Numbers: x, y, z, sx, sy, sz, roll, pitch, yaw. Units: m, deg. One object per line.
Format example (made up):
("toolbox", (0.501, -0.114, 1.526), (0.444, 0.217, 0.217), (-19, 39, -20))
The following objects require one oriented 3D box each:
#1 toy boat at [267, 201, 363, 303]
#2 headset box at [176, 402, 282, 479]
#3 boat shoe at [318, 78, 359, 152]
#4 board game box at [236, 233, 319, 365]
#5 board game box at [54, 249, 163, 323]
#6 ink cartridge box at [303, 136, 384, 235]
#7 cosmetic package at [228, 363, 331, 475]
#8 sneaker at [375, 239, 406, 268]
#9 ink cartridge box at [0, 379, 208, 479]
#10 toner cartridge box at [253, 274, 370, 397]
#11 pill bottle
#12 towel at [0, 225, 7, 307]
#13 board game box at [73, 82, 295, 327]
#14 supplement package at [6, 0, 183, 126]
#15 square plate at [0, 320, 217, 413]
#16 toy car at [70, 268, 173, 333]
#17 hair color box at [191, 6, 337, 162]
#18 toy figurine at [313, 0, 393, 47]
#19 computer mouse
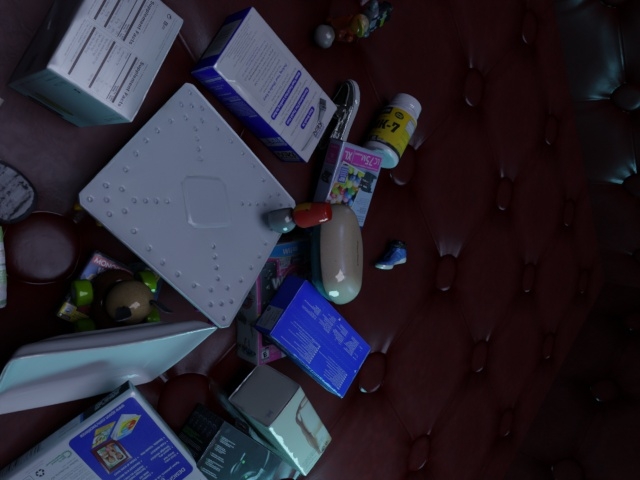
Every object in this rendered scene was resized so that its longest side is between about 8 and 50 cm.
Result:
("toy boat", (0.000, 0.000, 1.262), (0.318, 0.148, 0.267), (50, 38, -53))
("headset box", (-0.262, 0.576, 1.260), (0.246, 0.131, 0.283), (49, 64, -36))
("boat shoe", (0.049, -0.349, 1.434), (0.070, 0.078, 0.219), (15, 88, -44))
("board game box", (-0.107, 0.147, 1.360), (0.224, 0.097, 0.303), (-10, 104, -42))
("board game box", (-0.421, 0.106, 1.083), (0.194, 0.060, 0.194), (39, 68, -37))
("ink cartridge box", (0.064, -0.118, 1.462), (0.186, 0.065, 0.311), (6, 106, -46))
("cosmetic package", (-0.097, 0.469, 1.345), (0.129, 0.153, 0.296), (-48, 140, -26))
("sneaker", (0.232, 0.040, 1.680), (0.152, 0.058, 0.085), (-14, 112, -45))
("ink cartridge box", (-0.432, 0.495, 1.058), (0.303, 0.072, 0.307), (-35, 115, -16))
("toner cartridge box", (-0.010, 0.257, 1.354), (0.165, 0.075, 0.348), (-55, 129, -20))
("pill bottle", (0.221, -0.336, 1.568), (0.119, 0.119, 0.208), (42, 68, -39))
("towel", (-0.625, 0.051, 0.914), (0.113, 0.023, 0.152), (-5, 98, -45))
("board game box", (-0.257, -0.077, 1.106), (0.390, 0.050, 0.390), (49, 47, -27))
("supplement package", (-0.397, -0.324, 0.895), (0.145, 0.262, 0.204), (32, 76, -41))
("square plate", (-0.421, 0.231, 0.963), (0.347, 0.344, 0.049), (-2, 62, -43))
("toy car", (-0.360, 0.133, 0.971), (0.155, 0.188, 0.149), (-8, 98, -41))
("hair color box", (-0.124, -0.362, 1.251), (0.339, 0.110, 0.185), (41, 68, -37))
("toy figurine", (0.057, -0.612, 1.308), (0.148, 0.209, 0.213), (-35, 118, -27))
("computer mouse", (-0.591, -0.162, 0.885), (0.262, 0.060, 0.184), (39, 74, -27))
